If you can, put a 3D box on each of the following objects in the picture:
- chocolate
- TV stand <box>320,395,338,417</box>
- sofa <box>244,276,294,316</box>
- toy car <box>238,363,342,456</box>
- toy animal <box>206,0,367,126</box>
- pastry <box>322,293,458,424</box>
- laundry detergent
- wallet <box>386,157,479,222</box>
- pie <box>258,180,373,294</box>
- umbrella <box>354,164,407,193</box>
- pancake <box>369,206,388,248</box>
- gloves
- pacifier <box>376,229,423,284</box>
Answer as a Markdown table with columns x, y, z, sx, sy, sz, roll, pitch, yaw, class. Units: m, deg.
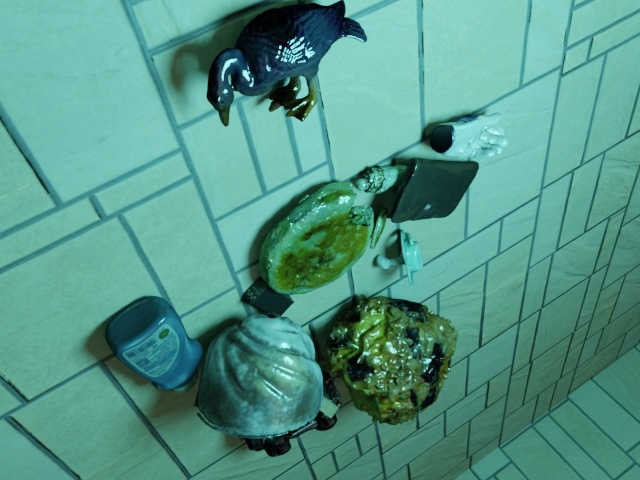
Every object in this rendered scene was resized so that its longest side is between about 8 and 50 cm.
| x | y | z | sx | sy | sz | roll | pitch | yaw | class |
| --- | --- | --- | --- | --- | --- | --- | --- | --- | --- |
| -0.138 | 0.274 | 1.388 | 0.303 | 0.303 | 0.212 | -8 | 110 | -35 | chocolate |
| -0.051 | 0.385 | 1.618 | 0.249 | 0.042 | 0.036 | 41 | 82 | -16 | TV stand |
| -0.117 | 0.133 | 1.433 | 0.060 | 0.039 | 0.118 | -45 | 142 | 6 | sofa |
| -0.090 | 0.467 | 1.705 | 0.301 | 0.118 | 0.193 | -23 | 119 | -16 | toy car |
| -0.056 | -0.298 | 1.018 | 0.298 | 0.122 | 0.185 | -39 | 141 | -5 | toy animal |
| 0.202 | 0.309 | 1.670 | 0.337 | 0.292 | 0.405 | -45 | 133 | -13 | pastry |
| -0.335 | 0.239 | 1.317 | 0.143 | 0.094 | 0.289 | -38 | 145 | -15 | laundry detergent |
| 0.274 | -0.120 | 1.481 | 0.310 | 0.042 | 0.165 | -7 | 127 | -51 | wallet |
| -0.006 | 0.006 | 1.382 | 0.303 | 0.067 | 0.302 | -24 | 141 | -22 | pie |
| 0.139 | -0.139 | 1.384 | 0.144 | 0.062 | 0.067 | -18 | 166 | -28 | umbrella |
| 0.141 | -0.031 | 1.475 | 0.108 | 0.017 | 0.108 | 19 | 90 | -80 | pancake |
| 0.348 | -0.243 | 1.427 | 0.229 | 0.097 | 0.119 | -2 | 132 | -32 | gloves |
| 0.201 | 0.043 | 1.587 | 0.117 | 0.126 | 0.150 | -9 | 124 | 16 | pacifier |
